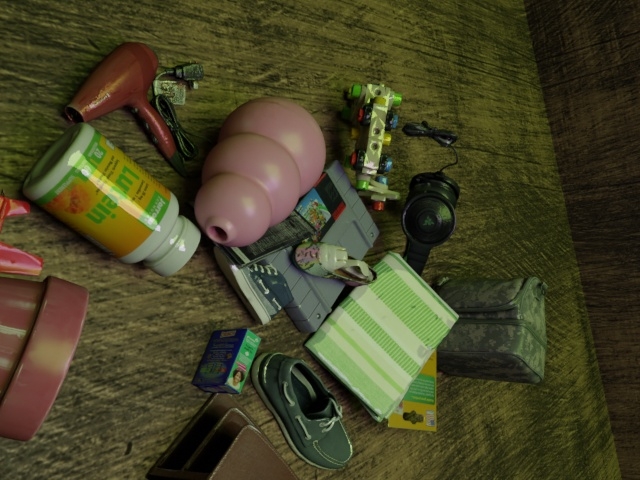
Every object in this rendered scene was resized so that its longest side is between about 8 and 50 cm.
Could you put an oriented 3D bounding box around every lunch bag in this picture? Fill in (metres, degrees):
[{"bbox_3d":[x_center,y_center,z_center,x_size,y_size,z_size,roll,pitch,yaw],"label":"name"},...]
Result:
[{"bbox_3d":[0.434,0.219,1.571,0.212,0.305,0.256,42,55,-38],"label":"lunch bag"}]

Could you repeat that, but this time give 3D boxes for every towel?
[{"bbox_3d":[0.148,0.205,1.338,0.248,0.038,0.325,46,63,-5],"label":"towel"}]

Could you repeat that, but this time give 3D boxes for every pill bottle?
[{"bbox_3d":[-0.306,-0.051,0.908,0.246,0.136,0.136,43,51,-34],"label":"pill bottle"}]

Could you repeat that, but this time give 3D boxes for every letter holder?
[{"bbox_3d":[-0.102,0.423,1.016,0.302,0.152,0.214,60,42,-19],"label":"letter holder"}]

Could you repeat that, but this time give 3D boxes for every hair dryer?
[{"bbox_3d":[-0.291,-0.226,1.014,0.293,0.080,0.223,-6,86,-49],"label":"hair dryer"}]

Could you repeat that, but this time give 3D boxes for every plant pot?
[{"bbox_3d":[-0.409,0.124,0.721,0.180,0.201,0.201,23,62,-26],"label":"plant pot"}]

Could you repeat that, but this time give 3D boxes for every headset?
[{"bbox_3d":[0.247,-0.094,1.469,0.243,0.185,0.394,-65,169,-55],"label":"headset"}]

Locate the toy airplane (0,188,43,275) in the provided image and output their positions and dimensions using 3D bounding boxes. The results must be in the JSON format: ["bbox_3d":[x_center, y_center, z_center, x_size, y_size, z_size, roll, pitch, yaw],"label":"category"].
[{"bbox_3d":[-0.447,-0.003,0.818,0.151,0.028,0.151,14,70,-45],"label":"toy airplane"}]

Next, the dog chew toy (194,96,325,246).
[{"bbox_3d":[-0.116,-0.115,1.062,0.206,0.206,0.332,53,38,-26],"label":"dog chew toy"}]

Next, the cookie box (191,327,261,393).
[{"bbox_3d":[-0.164,0.211,1.041,0.040,0.092,0.107,46,50,-35],"label":"cookie box"}]

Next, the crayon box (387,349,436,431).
[{"bbox_3d":[0.195,0.290,1.440,0.203,0.083,0.323,22,63,-43],"label":"crayon box"}]

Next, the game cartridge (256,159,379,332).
[{"bbox_3d":[0.000,0.000,1.311,0.355,0.068,0.230,-53,124,-42],"label":"game cartridge"}]

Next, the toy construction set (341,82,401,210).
[{"bbox_3d":[0.119,-0.234,1.428,0.151,0.215,0.327,-5,90,-10],"label":"toy construction set"}]

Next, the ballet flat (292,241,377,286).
[{"bbox_3d":[0.042,0.048,1.243,0.221,0.079,0.077,23,65,-44],"label":"ballet flat"}]

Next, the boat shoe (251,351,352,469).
[{"bbox_3d":[-0.013,0.346,1.173,0.319,0.099,0.116,57,44,-22],"label":"boat shoe"}]

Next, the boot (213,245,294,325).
[{"bbox_3d":[-0.125,0.065,1.126,0.086,0.069,0.190,-39,121,-21],"label":"boot"}]

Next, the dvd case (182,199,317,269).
[{"bbox_3d":[-0.129,-0.038,1.133,0.164,0.018,0.221,45,38,16],"label":"dvd case"}]
